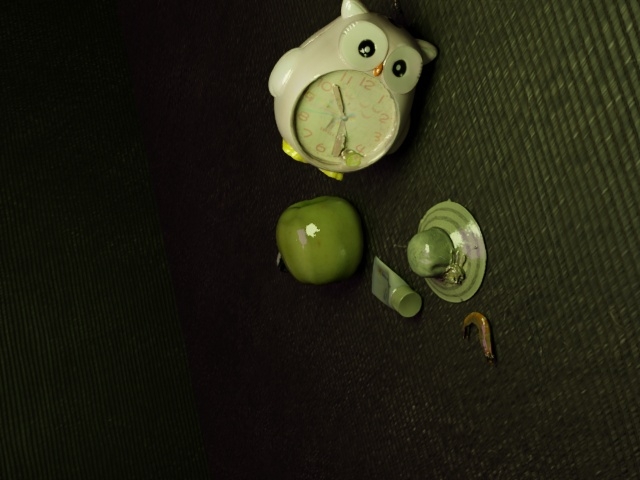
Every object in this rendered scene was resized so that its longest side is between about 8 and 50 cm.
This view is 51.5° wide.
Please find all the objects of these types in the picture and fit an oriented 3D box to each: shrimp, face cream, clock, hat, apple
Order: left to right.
[{"bbox_3d":[0.000,0.000,1.903,0.279,0.279,0.280,21,114,56],"label":"apple"},{"bbox_3d":[0.073,-0.374,1.609,0.377,0.368,0.251,-54,22,28],"label":"clock"},{"bbox_3d":[0.187,0.131,1.784,0.224,0.070,0.114,-140,50,-60],"label":"face cream"},{"bbox_3d":[0.267,0.031,1.568,0.252,0.109,0.252,23,117,56],"label":"hat"},{"bbox_3d":[0.366,0.229,1.528,0.091,0.025,0.127,-43,56,54],"label":"shrimp"}]

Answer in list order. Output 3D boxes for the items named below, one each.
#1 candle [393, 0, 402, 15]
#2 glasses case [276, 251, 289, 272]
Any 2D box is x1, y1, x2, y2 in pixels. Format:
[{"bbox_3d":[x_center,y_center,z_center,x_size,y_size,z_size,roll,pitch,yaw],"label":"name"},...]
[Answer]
[{"bbox_3d":[0.181,-0.639,1.640,0.026,0.021,0.168,-6,91,39],"label":"candle"},{"bbox_3d":[-0.069,0.004,2.134,0.067,0.103,0.267,60,142,35],"label":"glasses case"}]
